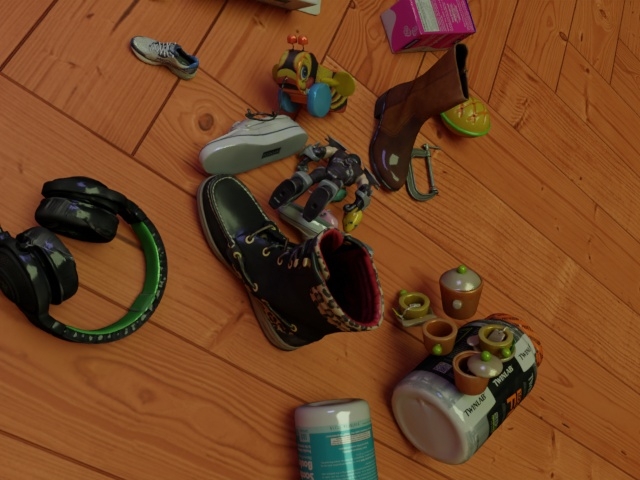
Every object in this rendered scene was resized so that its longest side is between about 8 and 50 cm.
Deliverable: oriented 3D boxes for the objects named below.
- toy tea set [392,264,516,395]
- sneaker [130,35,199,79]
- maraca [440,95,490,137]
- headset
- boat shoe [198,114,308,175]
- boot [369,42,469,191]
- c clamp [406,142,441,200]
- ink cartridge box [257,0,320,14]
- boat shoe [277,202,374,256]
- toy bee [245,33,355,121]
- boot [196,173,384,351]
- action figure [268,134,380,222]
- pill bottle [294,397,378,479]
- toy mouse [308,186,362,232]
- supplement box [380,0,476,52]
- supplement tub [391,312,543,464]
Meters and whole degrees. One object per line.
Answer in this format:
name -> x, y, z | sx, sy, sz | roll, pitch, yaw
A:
toy tea set -> 0.293, 0.163, 1.246 | 0.200, 0.336, 0.124 | -13, 122, -14
sneaker -> -0.294, -0.362, 1.152 | 0.135, 0.058, 0.052 | 18, 69, -29
maraca -> 0.361, -0.336, 1.571 | 0.186, 0.099, 0.127 | 32, 51, 4
headset -> -0.393, -0.004, 0.917 | 0.394, 0.185, 0.243 | 45, 57, -30
boat shoe -> -0.144, -0.198, 1.204 | 0.258, 0.095, 0.084 | -19, 62, -43
boot -> 0.236, -0.266, 1.350 | 0.096, 0.280, 0.264 | 19, 68, -29
c clamp -> 0.264, -0.173, 1.506 | 0.137, 0.022, 0.160 | 6, 74, -33
ink cartridge box -> -0.107, -0.618, 1.268 | 0.354, 0.119, 0.207 | 1, 101, -34
boat shoe -> 0.000, 0.000, 1.247 | 0.226, 0.083, 0.075 | 31, 102, -5
toy bee -> -0.023, -0.333, 1.226 | 0.298, 0.195, 0.162 | -57, 155, -69
boot -> -0.059, 0.023, 1.074 | 0.138, 0.284, 0.377 | -28, 96, -35
action figure -> 0.016, -0.127, 1.248 | 0.185, 0.099, 0.285 | 35, 33, 12
pill bottle -> 0.034, 0.437, 1.121 | 0.146, 0.146, 0.263 | 1, 77, -34
toy mouse -> 0.033, -0.072, 1.318 | 0.143, 0.031, 0.161 | 40, 60, -20
supplement box -> 0.282, -0.565, 1.562 | 0.220, 0.111, 0.113 | -15, 87, -35
supplement tub -> 0.332, 0.310, 1.319 | 0.338, 0.207, 0.207 | -31, 96, -35
